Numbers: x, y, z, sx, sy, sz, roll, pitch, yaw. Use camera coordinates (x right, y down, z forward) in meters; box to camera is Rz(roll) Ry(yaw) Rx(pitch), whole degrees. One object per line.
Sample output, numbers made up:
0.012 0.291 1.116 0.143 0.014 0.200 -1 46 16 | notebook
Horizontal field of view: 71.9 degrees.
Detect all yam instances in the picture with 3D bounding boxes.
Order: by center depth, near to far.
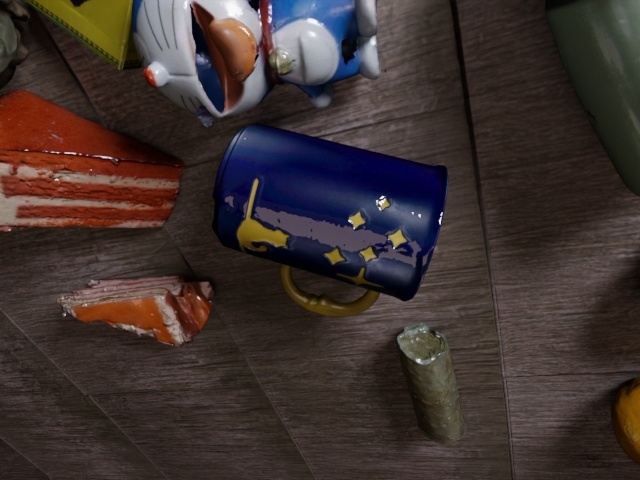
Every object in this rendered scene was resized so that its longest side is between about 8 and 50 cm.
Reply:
0.203 0.262 0.802 0.093 0.093 0.259 -8 125 18 | yam

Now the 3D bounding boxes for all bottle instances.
0.290 -0.199 0.382 0.168 0.168 0.347 -31 113 30 | bottle

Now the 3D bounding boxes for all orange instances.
0.558 0.295 0.721 0.158 0.136 0.159 -25 143 -20 | orange

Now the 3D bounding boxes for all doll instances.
-0.062 -0.206 0.460 0.256 0.161 0.215 -2 152 10 | doll

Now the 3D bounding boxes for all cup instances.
-0.001 -0.001 0.567 0.256 0.178 0.255 14 102 3 | cup

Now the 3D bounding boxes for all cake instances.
-0.359 -0.111 0.661 0.261 0.160 0.158 0 136 -33 | cake
-0.336 0.126 0.806 0.287 0.098 0.135 4 128 8 | cake

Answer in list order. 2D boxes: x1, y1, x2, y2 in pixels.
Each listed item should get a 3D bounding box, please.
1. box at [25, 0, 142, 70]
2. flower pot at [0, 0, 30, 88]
-0.223 -0.336 0.438 0.153 0.041 0.279 35 127 6 | box
-0.479 -0.228 0.451 0.301 0.302 0.213 -17 118 23 | flower pot
